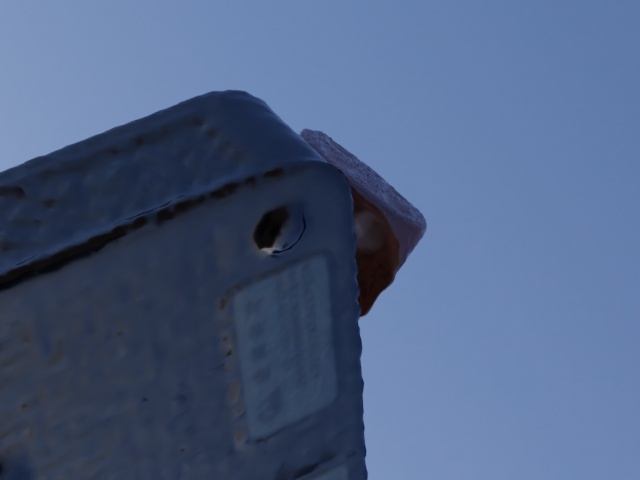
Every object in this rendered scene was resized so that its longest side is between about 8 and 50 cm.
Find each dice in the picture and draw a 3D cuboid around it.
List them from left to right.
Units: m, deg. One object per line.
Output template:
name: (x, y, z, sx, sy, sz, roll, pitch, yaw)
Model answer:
dice: (0.000, 0.000, 1.749, 0.174, 0.179, 0.175, 38, -83, -6)

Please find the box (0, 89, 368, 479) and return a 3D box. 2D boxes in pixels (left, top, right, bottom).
box: (-0.082, 0.127, 0.594, 0.058, 0.211, 0.350, 45, -29, 41)
